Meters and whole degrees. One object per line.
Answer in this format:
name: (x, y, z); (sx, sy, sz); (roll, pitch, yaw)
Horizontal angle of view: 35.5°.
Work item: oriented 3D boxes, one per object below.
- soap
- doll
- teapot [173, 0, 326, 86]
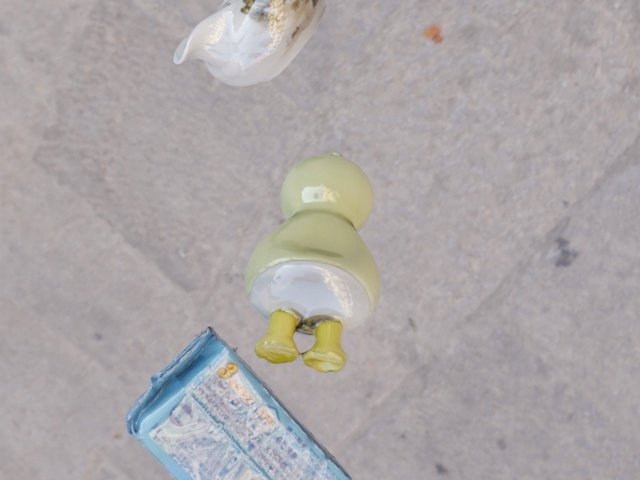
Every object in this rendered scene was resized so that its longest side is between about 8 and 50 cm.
soap: (-0.088, 0.243, 1.137); (0.293, 0.156, 0.077); (51, 172, -13)
doll: (-0.001, 0.009, 1.079); (0.141, 0.296, 0.117); (8, 131, 3)
teapot: (-0.081, -0.311, 1.328); (0.139, 0.298, 0.204); (34, 145, -16)
